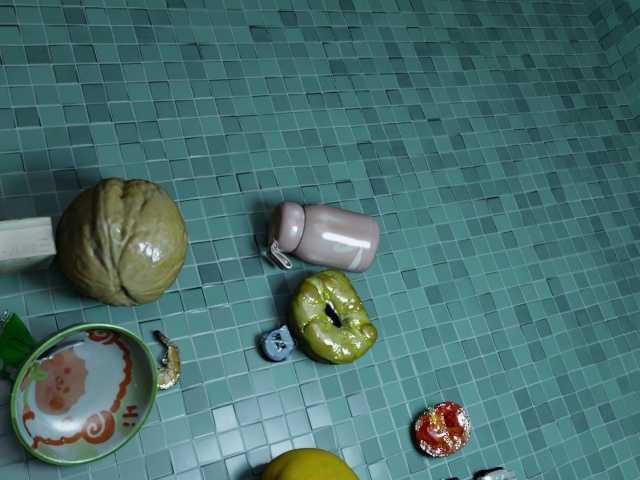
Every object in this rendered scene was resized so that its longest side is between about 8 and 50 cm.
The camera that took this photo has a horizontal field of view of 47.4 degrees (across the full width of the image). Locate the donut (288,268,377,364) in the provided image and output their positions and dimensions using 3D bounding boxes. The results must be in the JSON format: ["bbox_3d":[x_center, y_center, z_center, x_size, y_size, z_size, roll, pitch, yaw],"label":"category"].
[{"bbox_3d":[0.021,0.215,1.977,0.208,0.128,0.262,-23,80,-31],"label":"donut"}]

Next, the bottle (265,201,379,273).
[{"bbox_3d":[0.000,0.000,2.036,0.296,0.173,0.207,14,75,-22],"label":"bottle"}]

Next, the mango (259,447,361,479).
[{"bbox_3d":[0.014,0.657,1.733,0.378,0.221,0.264,38,53,-18],"label":"mango"}]

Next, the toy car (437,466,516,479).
[{"bbox_3d":[0.420,0.727,1.966,0.301,0.118,0.193,-2,72,-26],"label":"toy car"}]

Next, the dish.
[{"bbox_3d":[-0.536,0.322,1.620,0.324,0.124,0.324,-10,108,-35],"label":"dish"}]

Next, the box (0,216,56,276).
[{"bbox_3d":[-0.726,0.022,1.662,0.211,0.168,0.095,-9,77,-30],"label":"box"}]

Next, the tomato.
[{"bbox_3d":[0.336,0.526,2.026,0.159,0.091,0.139,-34,75,-6],"label":"tomato"}]

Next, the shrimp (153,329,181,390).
[{"bbox_3d":[-0.431,0.284,1.775,0.195,0.035,0.148,16,64,-24],"label":"shrimp"}]

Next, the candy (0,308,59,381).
[{"bbox_3d":[-0.660,0.264,1.647,0.203,0.078,0.141,30,60,-7],"label":"candy"}]

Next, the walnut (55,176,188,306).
[{"bbox_3d":[-0.471,-0.003,1.735,0.332,0.333,0.333,10,64,-22],"label":"walnut"}]

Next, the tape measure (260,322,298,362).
[{"bbox_3d":[-0.111,0.277,1.928,0.094,0.054,0.091,-31,79,-35],"label":"tape measure"}]
